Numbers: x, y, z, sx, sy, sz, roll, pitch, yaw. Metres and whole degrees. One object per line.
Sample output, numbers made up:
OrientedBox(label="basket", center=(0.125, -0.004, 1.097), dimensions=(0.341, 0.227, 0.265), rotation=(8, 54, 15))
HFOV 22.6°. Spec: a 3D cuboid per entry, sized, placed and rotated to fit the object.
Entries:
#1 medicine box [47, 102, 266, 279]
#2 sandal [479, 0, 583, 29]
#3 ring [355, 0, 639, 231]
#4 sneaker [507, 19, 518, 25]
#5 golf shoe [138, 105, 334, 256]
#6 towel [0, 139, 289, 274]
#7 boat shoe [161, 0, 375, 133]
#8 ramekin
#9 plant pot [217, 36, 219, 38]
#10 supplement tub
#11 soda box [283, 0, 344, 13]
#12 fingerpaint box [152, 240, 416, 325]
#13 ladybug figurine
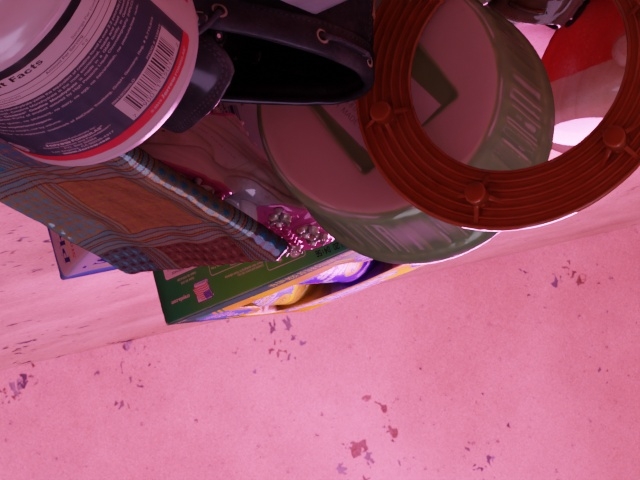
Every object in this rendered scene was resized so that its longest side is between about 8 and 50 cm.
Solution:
OrientedBox(label="medicine box", center=(-0.186, -0.076, 1.990), dimensions=(0.263, 0.149, 0.289), rotation=(-11, 168, -25))
OrientedBox(label="sandal", center=(0.234, -0.266, 1.774), dimensions=(0.303, 0.086, 0.120), rotation=(-24, 167, 40))
OrientedBox(label="ring", center=(0.183, -0.172, 1.525), dimensions=(0.336, 0.337, 0.032), rotation=(-19, 156, 19))
OrientedBox(label="sneaker", center=(0.208, -0.267, 1.890), dimensions=(0.083, 0.032, 0.037), rotation=(-17, 170, 2))
OrientedBox(label="golf shoe", center=(-0.089, -0.078, 1.793), dimensions=(0.115, 0.140, 0.306), rotation=(-19, 150, 34))
OrientedBox(label="towel", center=(-0.248, -0.054, 1.665), dimensions=(0.271, 0.040, 0.370), rotation=(-6, 151, 45))
OrientedBox(label="boat shoe", center=(-0.148, -0.182, 1.451), dimensions=(0.500, 0.156, 0.187), rotation=(-7, 168, -35))
OrientedBox(label="ramekin", center=(0.082, -0.136, 1.676), dimensions=(0.303, 0.303, 0.148), rotation=(-19, 163, 17))
OrientedBox(label="plant pot", center=(-0.217, -0.184, 1.676), dimensions=(0.236, 0.032, 0.236), rotation=(-15, 170, -3))
OrientedBox(label="supplement tub", center=(-0.223, -0.179, 1.154), dimensions=(0.191, 0.191, 0.272), rotation=(-19, 158, 15))
OrientedBox(label="soda box", center=(-0.036, -0.268, 1.323), dimensions=(0.098, 0.091, 0.286), rotation=(-20, 169, 23))
OrientedBox(label="fingerpaint box", center=(0.000, 0.000, 2.659), dimensions=(0.445, 0.163, 0.371), rotation=(-23, 168, 36))
OrientedBox(label="ladybug figurine", center=(0.412, -0.224, 2.070), dimensions=(0.305, 0.162, 0.449), rotation=(-17, 171, 9))
